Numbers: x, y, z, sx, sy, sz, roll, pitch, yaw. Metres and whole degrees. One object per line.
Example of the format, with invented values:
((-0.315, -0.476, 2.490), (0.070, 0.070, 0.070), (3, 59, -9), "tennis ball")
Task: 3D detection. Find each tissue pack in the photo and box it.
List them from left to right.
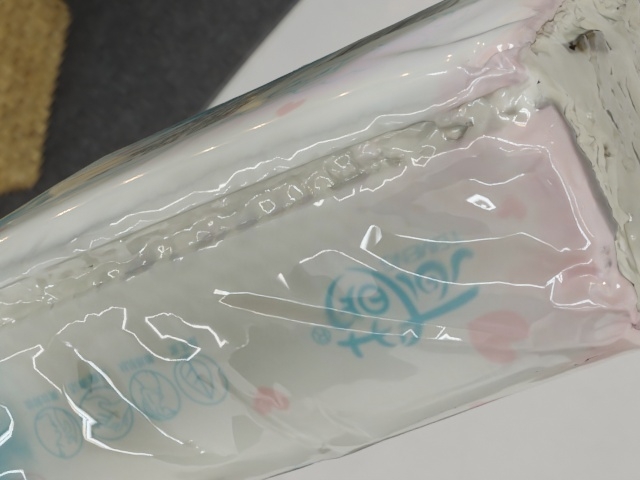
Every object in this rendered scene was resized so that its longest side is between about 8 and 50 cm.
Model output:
((0.001, -0.001, 0.637), (0.271, 0.124, 0.201), (-23, 13, 28), "tissue pack")
